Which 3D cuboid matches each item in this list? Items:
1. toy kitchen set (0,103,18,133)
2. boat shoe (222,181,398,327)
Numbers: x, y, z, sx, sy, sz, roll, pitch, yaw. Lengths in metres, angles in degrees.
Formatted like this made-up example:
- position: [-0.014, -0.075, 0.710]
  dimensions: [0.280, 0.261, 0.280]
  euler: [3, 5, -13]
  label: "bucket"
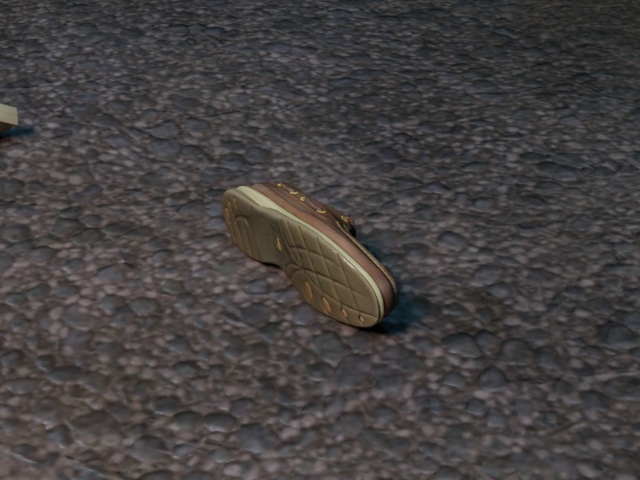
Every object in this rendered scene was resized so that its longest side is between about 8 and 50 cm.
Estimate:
- position: [-0.305, -0.076, 1.075]
  dimensions: [0.068, 0.075, 0.083]
  euler: [-22, -22, 38]
  label: "toy kitchen set"
- position: [0.000, 0.000, 0.918]
  dimensions: [0.060, 0.064, 0.178]
  euler: [-24, 37, -28]
  label: "boat shoe"
